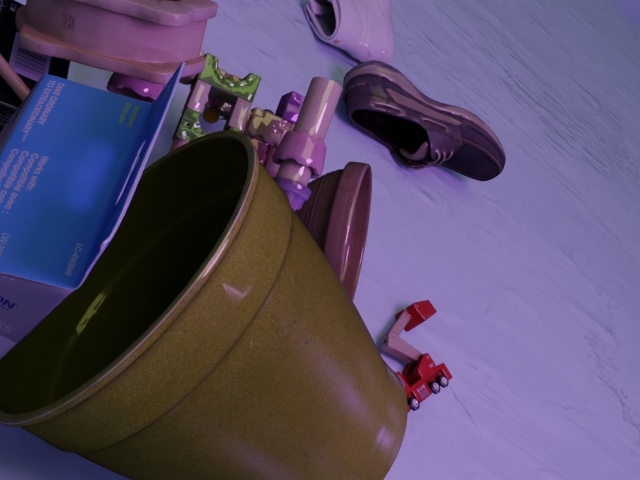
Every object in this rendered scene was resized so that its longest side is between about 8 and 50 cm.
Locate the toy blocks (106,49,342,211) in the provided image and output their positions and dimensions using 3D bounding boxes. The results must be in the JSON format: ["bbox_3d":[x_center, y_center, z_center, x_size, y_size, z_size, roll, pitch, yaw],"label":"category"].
[{"bbox_3d":[-0.165,-0.112,1.160,0.289,0.309,0.260,22,81,-17],"label":"toy blocks"}]

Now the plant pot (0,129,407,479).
[{"bbox_3d":[-0.096,0.135,0.938,0.353,0.366,0.366,46,39,-27],"label":"plant pot"}]

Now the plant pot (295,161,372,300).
[{"bbox_3d":[0.000,0.000,1.240,0.110,0.237,0.237,9,45,8],"label":"plant pot"}]

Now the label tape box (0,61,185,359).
[{"bbox_3d":[-0.288,-0.026,0.832,0.115,0.348,0.249,32,44,-23],"label":"label tape box"}]

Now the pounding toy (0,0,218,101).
[{"bbox_3d":[-0.260,-0.221,0.947,0.270,0.155,0.154,14,27,-7],"label":"pounding toy"}]

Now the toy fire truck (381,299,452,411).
[{"bbox_3d":[0.135,0.180,1.329,0.192,0.047,0.135,-23,79,-49],"label":"toy fire truck"}]

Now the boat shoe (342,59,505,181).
[{"bbox_3d":[0.185,-0.190,1.604,0.355,0.132,0.130,26,56,-17],"label":"boat shoe"}]

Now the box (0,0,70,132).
[{"bbox_3d":[-0.365,-0.165,1.006,0.093,0.158,0.156,22,50,-30],"label":"box"}]

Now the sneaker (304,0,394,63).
[{"bbox_3d":[0.049,-0.485,1.683,0.169,0.108,0.292,17,53,-39],"label":"sneaker"}]
